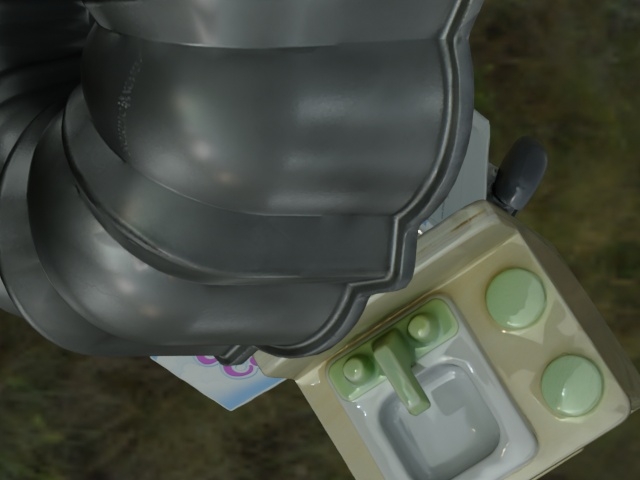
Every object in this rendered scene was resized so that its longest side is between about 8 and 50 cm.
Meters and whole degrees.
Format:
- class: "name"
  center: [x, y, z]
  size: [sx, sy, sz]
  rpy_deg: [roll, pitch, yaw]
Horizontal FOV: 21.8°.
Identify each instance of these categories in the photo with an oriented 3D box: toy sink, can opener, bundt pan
- class: "toy sink"
  center: [0.086, 0.082, 0.945]
  size: [0.131, 0.152, 0.234]
  rpy_deg: [58, 10, 14]
- class: "can opener"
  center: [0.135, -0.028, 1.489]
  size: [0.095, 0.076, 0.283]
  rpy_deg: [-55, 176, 29]
- class: "bundt pan"
  center: [-0.089, -0.099, 0.698]
  size: [0.124, 0.330, 0.331]
  rpy_deg: [-9, 99, -40]

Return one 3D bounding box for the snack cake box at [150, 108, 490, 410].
- class: "snack cake box"
  center: [0.000, 0.000, 1.243]
  size: [0.089, 0.264, 0.152]
  rpy_deg: [37, 39, -27]
